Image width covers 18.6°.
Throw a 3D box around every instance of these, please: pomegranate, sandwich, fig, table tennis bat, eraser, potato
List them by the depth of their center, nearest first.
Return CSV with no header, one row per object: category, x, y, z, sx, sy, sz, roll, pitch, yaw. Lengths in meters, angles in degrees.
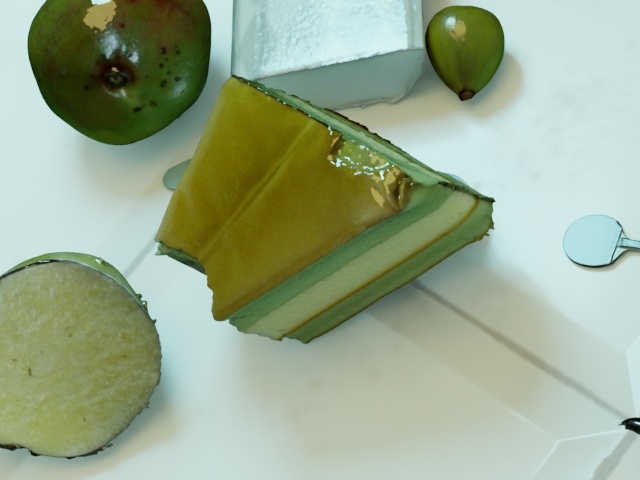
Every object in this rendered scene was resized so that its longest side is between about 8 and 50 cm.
sandwich,0.000,0.000,1.663,0.227,0.155,0.198,30,99,34
table tennis bat,0.248,0.002,1.676,0.083,0.007,0.050,7,65,27
potato,-0.238,0.090,1.759,0.202,0.182,0.117,-46,16,15
fig,0.132,-0.171,1.783,0.074,0.074,0.088,-8,78,18
pomegranate,-0.191,-0.189,1.882,0.180,0.180,0.210,-31,19,4
eraser,0.003,-0.309,1.904,0.213,0.082,0.397,-9,60,16

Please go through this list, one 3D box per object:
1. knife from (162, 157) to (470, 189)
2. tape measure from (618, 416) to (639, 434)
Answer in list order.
knife,-0.002,-0.055,1.796,0.331,0.044,0.080,13,72,31
tape measure,0.402,0.100,1.490,0.231,0.133,0.271,32,80,40
